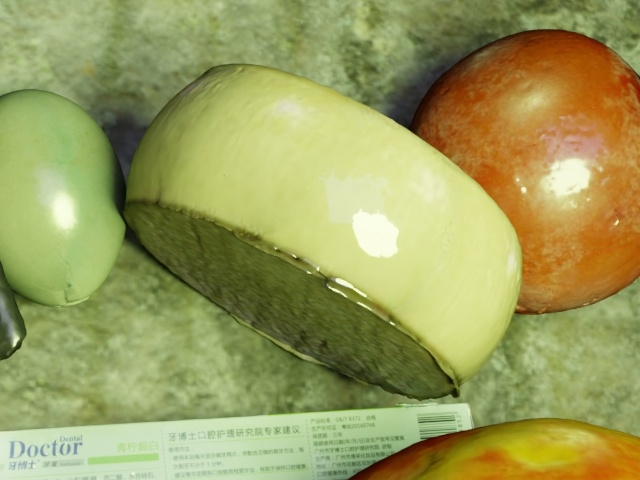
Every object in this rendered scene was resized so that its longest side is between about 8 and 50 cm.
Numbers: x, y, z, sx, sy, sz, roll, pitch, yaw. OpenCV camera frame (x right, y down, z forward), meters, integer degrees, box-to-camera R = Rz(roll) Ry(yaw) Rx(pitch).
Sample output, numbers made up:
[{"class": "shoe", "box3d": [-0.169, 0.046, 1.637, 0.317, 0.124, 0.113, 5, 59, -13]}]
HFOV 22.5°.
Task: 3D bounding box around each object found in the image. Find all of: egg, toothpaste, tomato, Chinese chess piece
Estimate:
[{"class": "egg", "box3d": [-0.187, -0.028, 1.086, 0.114, 0.114, 0.152, -12, 74, -23]}, {"class": "toothpaste", "box3d": [-0.060, 0.155, 1.091, 0.336, 0.081, 0.067, -1, 73, -21]}, {"class": "tomato", "box3d": [0.166, -0.053, 1.175, 0.184, 0.208, 0.208, -37, 88, -7]}, {"class": "Chinese chess piece", "box3d": [0.000, 0.000, 1.061, 0.270, 0.270, 0.112, 32, 74, -8]}]

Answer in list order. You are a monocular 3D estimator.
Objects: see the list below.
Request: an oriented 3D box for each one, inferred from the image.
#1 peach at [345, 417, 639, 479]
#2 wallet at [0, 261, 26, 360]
[{"class": "peach", "box3d": [0.134, 0.295, 0.970, 0.388, 0.388, 0.388, 6, 70, -18]}, {"class": "wallet", "box3d": [-0.318, -0.043, 1.057, 0.170, 0.044, 0.321, -24, 81, 4]}]
